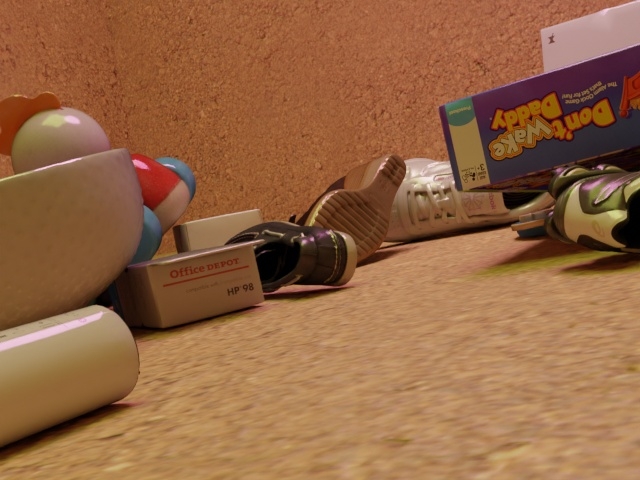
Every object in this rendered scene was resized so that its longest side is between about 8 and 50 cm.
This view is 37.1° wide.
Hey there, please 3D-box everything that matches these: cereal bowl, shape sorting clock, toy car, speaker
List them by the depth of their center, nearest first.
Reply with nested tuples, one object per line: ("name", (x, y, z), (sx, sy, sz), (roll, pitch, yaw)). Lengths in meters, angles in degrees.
("speaker", (-0.154, 0.071, 0.459), (0.055, 0.055, 0.136), (-10, 3, 34))
("cereal bowl", (-0.308, 0.034, 0.834), (0.338, 0.141, 0.339), (-18, 5, 2))
("shape sorting clock", (0.302, -0.041, 1.005), (0.206, 0.040, 0.206), (-11, 2, 0))
("toy car", (-0.297, -0.063, 1.118), (0.210, 0.238, 0.219), (-40, 12, 18))

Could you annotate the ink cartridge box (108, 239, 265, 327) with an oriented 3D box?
("ink cartridge box", (-0.125, 0.042, 0.896), (0.104, 0.060, 0.180), (-13, 2, -28))

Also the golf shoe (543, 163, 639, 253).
("golf shoe", (0.262, -0.025, 0.675), (0.198, 0.077, 0.094), (-14, 20, -14))

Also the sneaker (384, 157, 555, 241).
("sneaker", (0.181, -0.067, 1.289), (0.305, 0.114, 0.152), (-12, 1, 6))

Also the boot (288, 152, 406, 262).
("boot", (0.000, 0.000, 1.205), (0.207, 0.090, 0.248), (-38, 7, 42))

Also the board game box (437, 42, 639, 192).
("board game box", (0.290, -0.108, 0.891), (0.233, 0.078, 0.347), (-14, -4, 31))

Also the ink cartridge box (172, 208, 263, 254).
("ink cartridge box", (-0.114, 0.015, 1.119), (0.092, 0.090, 0.143), (-12, 2, -15))

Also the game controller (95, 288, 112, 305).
("game controller", (-0.428, 0.085, 1.312), (0.319, 0.067, 0.166), (-11, 3, 13))

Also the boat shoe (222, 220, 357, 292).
("boat shoe", (-0.052, 0.014, 0.941), (0.065, 0.075, 0.206), (6, -5, -39))

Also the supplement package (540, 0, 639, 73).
("supplement package", (0.472, -0.204, 1.381), (0.199, 0.198, 0.262), (-10, -14, 38))
